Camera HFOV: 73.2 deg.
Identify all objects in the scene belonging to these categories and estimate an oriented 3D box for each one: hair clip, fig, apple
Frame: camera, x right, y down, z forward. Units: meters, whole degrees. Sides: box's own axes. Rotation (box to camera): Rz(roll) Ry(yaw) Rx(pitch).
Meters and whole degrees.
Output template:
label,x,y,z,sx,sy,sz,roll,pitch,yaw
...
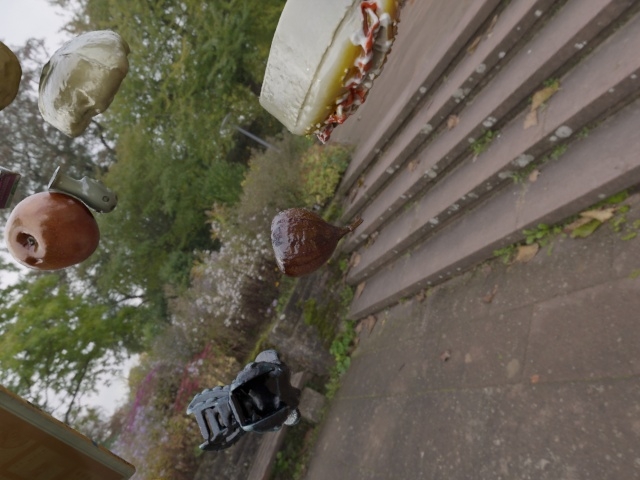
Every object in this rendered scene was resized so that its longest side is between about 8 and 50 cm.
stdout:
label,x,y,z,sx,sy,sz,roll,pitch,yaw
hair clip,-0.167,0.379,1.025,0.206,0.195,0.310,-7,-22,-47
fig,0.000,0.000,0.895,0.134,0.200,0.146,-123,28,-79
apple,-0.657,-0.016,1.051,0.201,0.201,0.162,-58,-2,29

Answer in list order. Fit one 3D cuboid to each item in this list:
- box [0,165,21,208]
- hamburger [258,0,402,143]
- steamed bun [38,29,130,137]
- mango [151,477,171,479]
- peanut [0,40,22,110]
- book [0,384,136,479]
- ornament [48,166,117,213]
label,x,y,z,sx,sy,sz,roll,pitch,yaw
box,-0.478,-0.102,0.525,0.041,0.206,0.050,-102,36,-84
hamburger,0.015,-0.278,0.627,0.295,0.151,0.227,130,160,-70
steamed bun,-0.446,-0.294,0.792,0.212,0.110,0.231,-50,37,11
mango,-0.436,0.667,1.049,0.184,0.102,0.085,-51,7,-25
peanut,-0.587,-0.184,0.649,0.319,0.147,0.147,-44,6,-2
book,-0.319,0.248,0.428,0.170,0.018,0.242,-34,-42,-18
ornament,-0.594,-0.126,1.091,0.074,0.156,0.081,19,82,54
